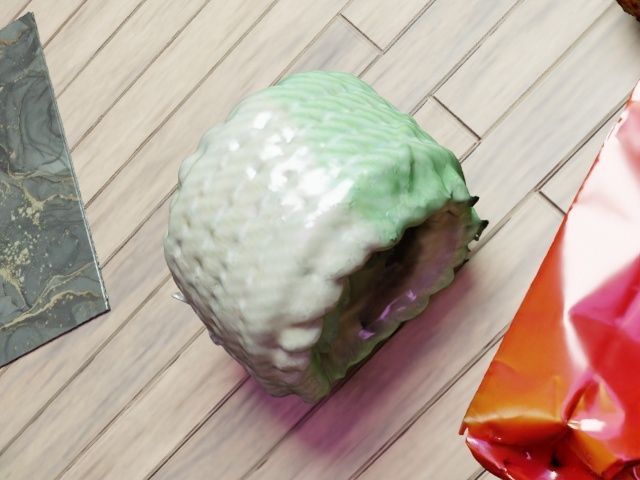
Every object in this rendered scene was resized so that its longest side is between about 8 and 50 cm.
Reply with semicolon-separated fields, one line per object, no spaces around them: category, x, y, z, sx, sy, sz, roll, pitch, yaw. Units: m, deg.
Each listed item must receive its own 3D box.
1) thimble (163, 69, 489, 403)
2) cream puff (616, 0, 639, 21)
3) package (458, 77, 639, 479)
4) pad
thimble;0.000;0.000;0.606;0.219;0.219;0.150;-48;64;5
cream puff;0.249;-0.228;0.592;0.084;0.149;0.149;27;88;16
package;0.230;-0.016;0.517;0.123;0.196;0.424;26;87;22
pad;-0.361;-0.041;0.884;0.247;0.007;0.368;-26;67;15
